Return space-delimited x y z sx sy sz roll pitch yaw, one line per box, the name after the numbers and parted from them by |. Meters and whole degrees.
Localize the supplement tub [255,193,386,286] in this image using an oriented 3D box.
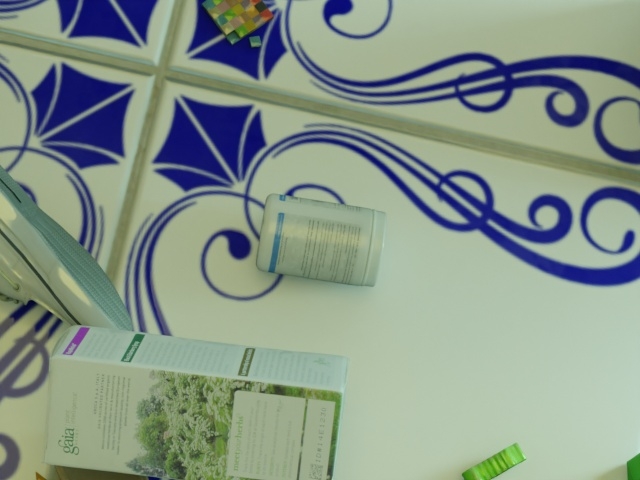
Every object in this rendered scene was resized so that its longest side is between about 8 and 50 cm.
0.000 0.000 1.392 0.107 0.071 0.071 10 71 -3 | supplement tub

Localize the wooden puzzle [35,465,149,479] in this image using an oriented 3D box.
-0.188 0.194 1.341 0.116 0.014 0.079 -17 79 -11 | wooden puzzle

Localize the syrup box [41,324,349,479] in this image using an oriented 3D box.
-0.100 0.136 1.284 0.236 0.096 0.093 7 104 2 | syrup box

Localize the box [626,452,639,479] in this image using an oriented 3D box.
0.387 0.300 1.307 0.231 0.127 0.262 1 72 -6 | box

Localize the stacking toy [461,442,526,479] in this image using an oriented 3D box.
0.120 0.292 1.321 0.221 0.052 0.167 -29 78 -15 | stacking toy

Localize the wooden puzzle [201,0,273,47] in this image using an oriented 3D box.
-0.078 -0.216 1.487 0.049 0.006 0.083 -35 79 -15 | wooden puzzle

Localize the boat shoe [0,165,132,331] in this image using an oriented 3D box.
-0.257 0.016 1.367 0.076 0.083 0.226 -43 81 11 | boat shoe
